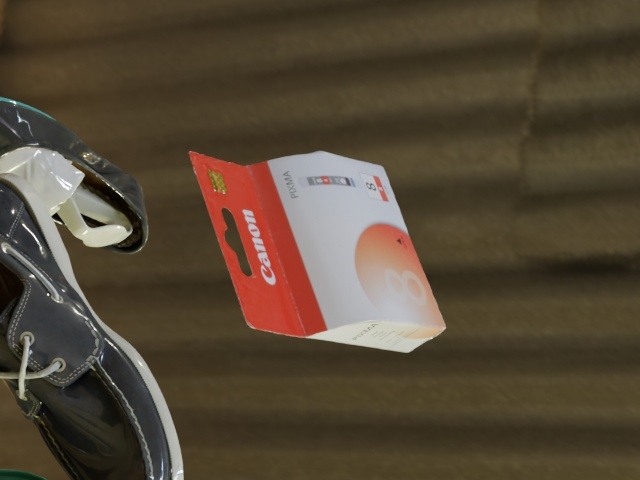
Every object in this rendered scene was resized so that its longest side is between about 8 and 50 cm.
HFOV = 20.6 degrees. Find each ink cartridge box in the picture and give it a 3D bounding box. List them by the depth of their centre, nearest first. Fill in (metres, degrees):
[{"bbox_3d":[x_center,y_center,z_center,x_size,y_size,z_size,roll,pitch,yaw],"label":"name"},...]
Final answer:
[{"bbox_3d":[0.000,0.000,1.242,0.045,0.179,0.145,-35,-119,29],"label":"ink cartridge box"}]

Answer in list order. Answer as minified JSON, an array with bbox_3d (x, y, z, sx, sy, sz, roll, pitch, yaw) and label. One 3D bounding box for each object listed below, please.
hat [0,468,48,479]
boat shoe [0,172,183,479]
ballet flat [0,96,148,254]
[{"bbox_3d":[-0.251,0.242,1.466,0.173,0.183,0.208,-32,-112,-29],"label":"hat"},{"bbox_3d":[-0.160,0.065,0.988,0.084,0.079,0.233,-42,-109,26],"label":"boat shoe"},{"bbox_3d":[-0.251,-0.055,1.690,0.095,0.280,0.096,-38,-123,18],"label":"ballet flat"}]
